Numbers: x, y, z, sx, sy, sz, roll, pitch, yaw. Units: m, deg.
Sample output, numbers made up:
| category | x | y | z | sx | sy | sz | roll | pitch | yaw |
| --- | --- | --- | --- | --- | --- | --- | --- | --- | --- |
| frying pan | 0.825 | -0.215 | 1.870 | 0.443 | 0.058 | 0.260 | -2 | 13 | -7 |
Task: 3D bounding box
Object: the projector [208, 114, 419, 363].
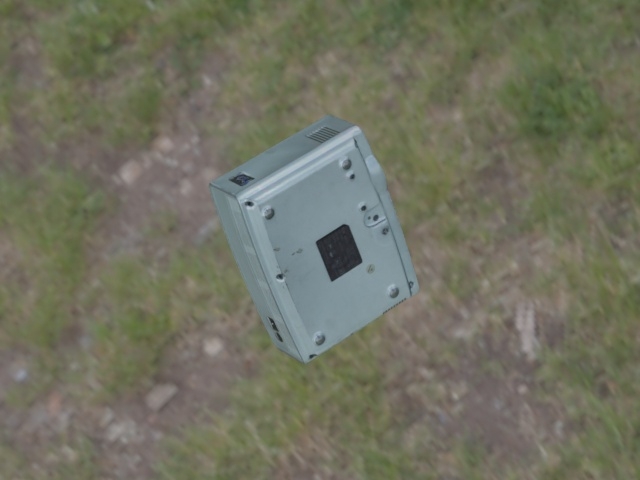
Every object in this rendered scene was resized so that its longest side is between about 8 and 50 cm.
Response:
| category | x | y | z | sx | sy | sz | roll | pitch | yaw |
| --- | --- | --- | --- | --- | --- | --- | --- | --- | --- |
| projector | 0.000 | 0.000 | 1.279 | 0.115 | 0.147 | 0.061 | -32 | 28 | -21 |
